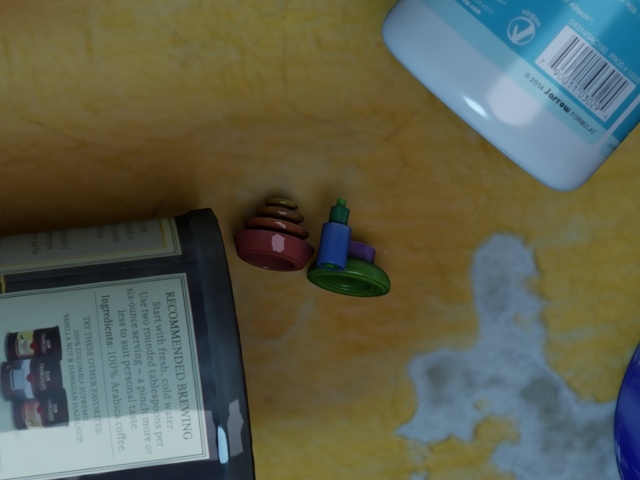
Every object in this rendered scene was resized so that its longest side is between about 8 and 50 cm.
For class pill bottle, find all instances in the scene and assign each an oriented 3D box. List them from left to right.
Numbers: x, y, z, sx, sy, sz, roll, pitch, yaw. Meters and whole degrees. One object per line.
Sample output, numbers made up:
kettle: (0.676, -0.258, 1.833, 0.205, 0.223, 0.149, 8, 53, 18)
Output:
pill bottle: (0.167, -0.166, 0.892, 0.146, 0.146, 0.264, 38, 99, -20)

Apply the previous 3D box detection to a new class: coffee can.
coffee can: (-0.184, 0.096, 0.897, 0.275, 0.201, 0.201, -6, 111, -7)

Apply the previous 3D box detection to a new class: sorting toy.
sorting toy: (0.000, 0.000, 0.980, 0.102, 0.061, 0.042, 18, 72, -23)

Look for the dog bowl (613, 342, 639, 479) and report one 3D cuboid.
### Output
dog bowl: (0.327, 0.129, 1.052, 0.265, 0.104, 0.264, -3, 110, -8)
